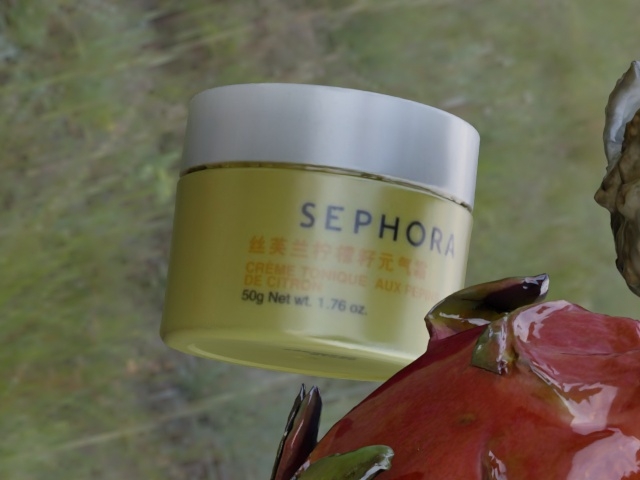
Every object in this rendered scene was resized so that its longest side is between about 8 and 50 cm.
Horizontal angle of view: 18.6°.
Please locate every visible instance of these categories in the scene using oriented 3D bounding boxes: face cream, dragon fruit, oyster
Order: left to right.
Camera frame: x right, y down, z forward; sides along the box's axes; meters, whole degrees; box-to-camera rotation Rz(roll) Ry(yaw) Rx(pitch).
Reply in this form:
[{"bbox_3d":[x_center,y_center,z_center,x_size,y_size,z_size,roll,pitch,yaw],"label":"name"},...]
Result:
[{"bbox_3d":[0.000,0.000,1.423,0.218,0.218,0.179,29,66,-66],"label":"face cream"},{"bbox_3d":[0.119,0.131,0.995,0.305,0.305,0.226,-43,141,-70],"label":"dragon fruit"},{"bbox_3d":[0.240,-0.044,1.248,0.198,0.133,0.337,61,14,-23],"label":"oyster"}]
